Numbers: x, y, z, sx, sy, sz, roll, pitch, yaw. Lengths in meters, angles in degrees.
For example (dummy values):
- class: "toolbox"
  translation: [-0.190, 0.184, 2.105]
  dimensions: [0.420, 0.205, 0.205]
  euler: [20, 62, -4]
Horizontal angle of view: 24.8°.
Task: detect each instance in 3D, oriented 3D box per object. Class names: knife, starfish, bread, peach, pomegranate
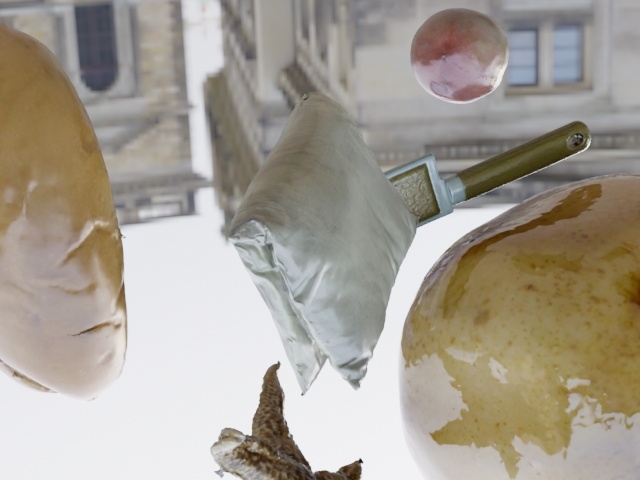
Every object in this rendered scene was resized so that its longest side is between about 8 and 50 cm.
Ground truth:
- class: "knife"
  translation: [0.094, -0.047, 1.302]
  dimensions: [0.343, 0.061, 0.027]
  euler: [-24, -159, -17]
- class: "starfish"
  translation: [-0.003, 0.204, 1.179]
  dimensions: [0.062, 0.235, 0.277]
  euler: [-46, -152, 9]
- class: "bread"
  translation: [-0.146, -0.008, 0.691]
  dimensions: [0.114, 0.189, 0.077]
  euler: [-2, -167, 41]
- class: "peach"
  translation: [0.112, -0.150, 1.191]
  dimensions: [0.083, 0.083, 0.083]
  euler: [-2, -164, 1]
- class: "pomegranate"
  translation: [0.271, 0.139, 1.325]
  dimensions: [0.416, 0.417, 0.417]
  euler: [-2, -164, 1]

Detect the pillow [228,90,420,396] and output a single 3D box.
- class: "pillow"
  translation: [0.000, 0.000, 0.933]
  dimensions: [0.077, 0.134, 0.181]
  euler: [-13, -150, 23]
